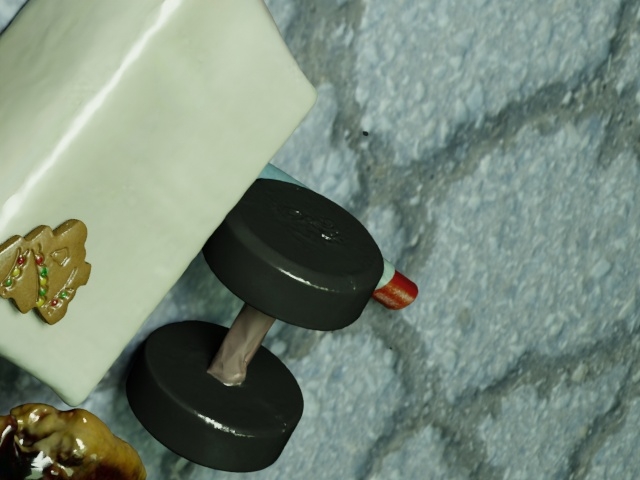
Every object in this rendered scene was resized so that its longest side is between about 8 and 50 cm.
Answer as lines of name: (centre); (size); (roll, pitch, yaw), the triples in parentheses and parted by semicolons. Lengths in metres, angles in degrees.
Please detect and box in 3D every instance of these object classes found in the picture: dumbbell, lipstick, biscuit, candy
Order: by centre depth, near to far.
biscuit: (-0.206, 0.020, 1.333); (0.092, 0.016, 0.082); (11, 102, -46)
candy: (-0.175, -0.067, 1.432); (0.359, 0.145, 0.208); (-52, 133, -10)
biscuit: (-0.298, 0.235, 1.446); (0.334, 0.081, 0.289); (-26, 146, -8)
dumbbell: (-0.057, 0.072, 1.550); (0.152, 0.152, 0.218); (3, 126, -42)
lipstick: (0.000, 0.000, 1.672); (0.274, 0.061, 0.068); (35, 89, -44)
